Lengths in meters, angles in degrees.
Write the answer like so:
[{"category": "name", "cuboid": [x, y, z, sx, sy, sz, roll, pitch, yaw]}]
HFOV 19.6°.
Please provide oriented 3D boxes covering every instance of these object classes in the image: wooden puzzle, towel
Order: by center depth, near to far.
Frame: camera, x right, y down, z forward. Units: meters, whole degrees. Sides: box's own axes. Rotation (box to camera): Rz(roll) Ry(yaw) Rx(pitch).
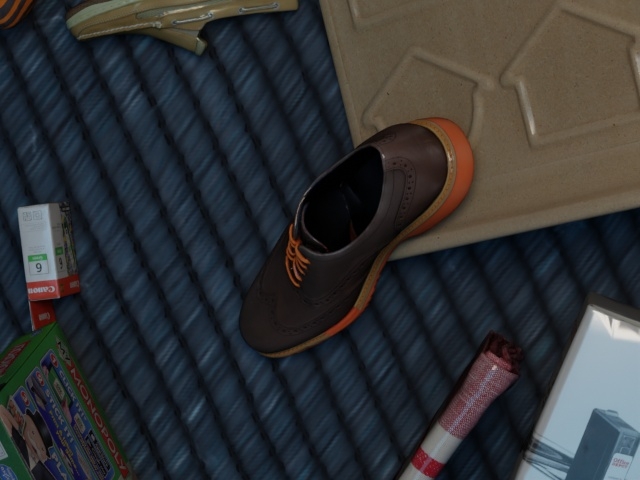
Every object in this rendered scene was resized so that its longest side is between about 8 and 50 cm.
[{"category": "wooden puzzle", "cuboid": [0.136, -0.178, 1.394, 0.322, 0.080, 0.348, -13, 86, 45]}, {"category": "towel", "cuboid": [0.052, 0.217, 1.395, 0.037, 0.237, 0.329, 33, 95, 6]}]

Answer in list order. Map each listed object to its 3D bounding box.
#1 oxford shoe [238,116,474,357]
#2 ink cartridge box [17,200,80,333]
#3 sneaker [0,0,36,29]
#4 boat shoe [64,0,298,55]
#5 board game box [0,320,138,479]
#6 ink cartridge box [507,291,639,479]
[{"category": "oxford shoe", "cuboid": [0.000, 0.000, 1.424, 0.271, 0.098, 0.097, -50, 61, 36]}, {"category": "ink cartridge box", "cuboid": [-0.219, 0.027, 1.517, 0.029, 0.063, 0.115, -7, 92, 9]}, {"category": "sneaker", "cuboid": [-0.154, -0.293, 1.468, 0.180, 0.124, 0.321, 26, 95, 8]}, {"category": "boat shoe", "cuboid": [-0.110, -0.182, 1.498, 0.190, 0.068, 0.072, -15, 101, 8]}, {"category": "board game box", "cuboid": [-0.170, 0.235, 1.410, 0.046, 0.213, 0.317, -25, 99, 9]}, {"category": "ink cartridge box", "cuboid": [0.202, 0.183, 1.393, 0.114, 0.197, 0.273, 23, 94, 7]}]
